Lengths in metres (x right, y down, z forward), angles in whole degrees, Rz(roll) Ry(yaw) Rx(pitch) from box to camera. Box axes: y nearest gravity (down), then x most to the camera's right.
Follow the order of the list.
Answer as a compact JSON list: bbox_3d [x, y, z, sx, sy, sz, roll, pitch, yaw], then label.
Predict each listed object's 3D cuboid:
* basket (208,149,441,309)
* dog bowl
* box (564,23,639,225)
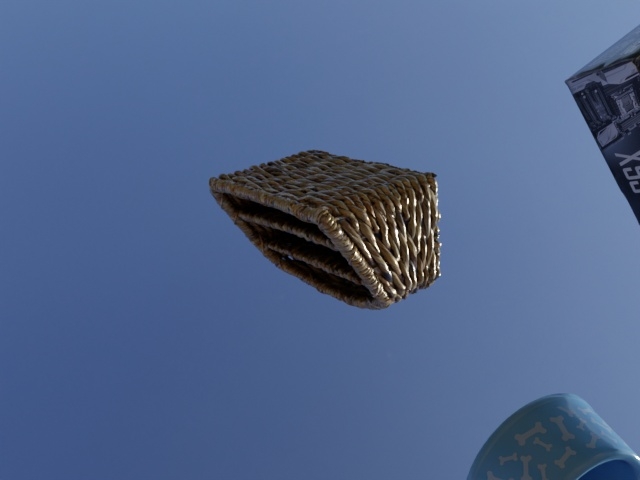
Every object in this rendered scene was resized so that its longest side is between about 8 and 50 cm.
[{"bbox_3d":[0.000,0.000,0.937,0.223,0.213,0.299,-21,-153,-36],"label":"basket"},{"bbox_3d":[0.227,0.289,0.587,0.166,0.297,0.074,-19,-155,-21],"label":"dog bowl"},{"bbox_3d":[0.378,-0.071,0.540,0.242,0.307,0.076,-36,-167,-18],"label":"box"}]
